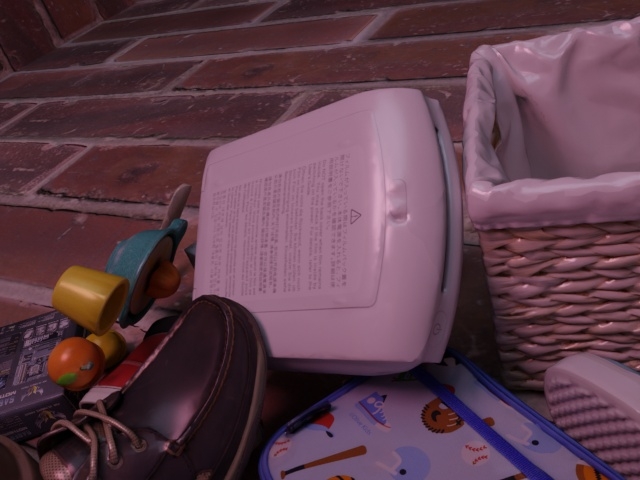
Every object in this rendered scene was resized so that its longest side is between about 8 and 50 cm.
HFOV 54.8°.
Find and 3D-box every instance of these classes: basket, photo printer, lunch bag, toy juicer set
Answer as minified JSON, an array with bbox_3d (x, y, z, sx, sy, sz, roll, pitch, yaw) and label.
[{"bbox_3d":[0.329,-0.047,0.627,0.331,0.266,0.328,-6,36,19],"label":"basket"},{"bbox_3d":[0.000,0.000,0.606,0.307,0.107,0.256,-10,73,45],"label":"photo printer"},{"bbox_3d":[0.102,0.215,0.505,0.243,0.115,0.303,-28,37,-18],"label":"lunch bag"},{"bbox_3d":[-0.237,0.074,0.820,0.089,0.209,0.329,22,26,2],"label":"toy juicer set"}]

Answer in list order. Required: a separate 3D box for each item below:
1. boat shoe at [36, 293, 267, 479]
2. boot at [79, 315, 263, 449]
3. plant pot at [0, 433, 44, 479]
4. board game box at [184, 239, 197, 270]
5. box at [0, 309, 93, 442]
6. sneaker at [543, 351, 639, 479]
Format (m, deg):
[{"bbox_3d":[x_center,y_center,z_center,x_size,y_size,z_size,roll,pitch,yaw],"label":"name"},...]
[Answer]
[{"bbox_3d":[-0.164,0.202,0.516,0.132,0.130,0.355,12,71,42],"label":"boat shoe"},{"bbox_3d":[-0.143,0.154,0.725,0.244,0.088,0.176,2,38,32],"label":"boot"},{"bbox_3d":[-0.446,0.257,0.549,0.323,0.280,0.323,-12,36,9],"label":"plant pot"},{"bbox_3d":[-0.001,0.020,0.835,0.303,0.098,0.224,19,50,41],"label":"board game box"},{"bbox_3d":[-0.426,0.191,0.822,0.232,0.059,0.183,-19,34,-2],"label":"box"},{"bbox_3d":[0.340,0.186,0.436,0.150,0.135,0.366,-27,43,-25],"label":"sneaker"}]
